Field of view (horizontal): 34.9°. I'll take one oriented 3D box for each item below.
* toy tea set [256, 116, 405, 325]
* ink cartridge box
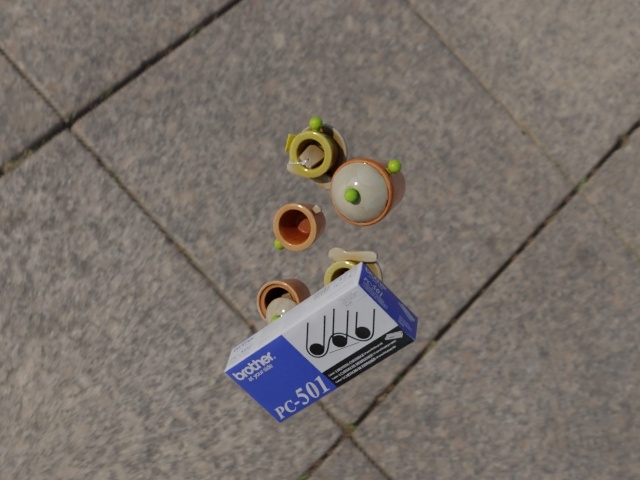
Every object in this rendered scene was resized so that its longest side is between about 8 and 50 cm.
[{"bbox_3d":[0.000,0.000,1.479,0.200,0.124,0.336,19,108,21],"label":"toy tea set"},{"bbox_3d":[0.000,0.118,1.144,0.097,0.207,0.046,45,29,-18],"label":"ink cartridge box"}]
